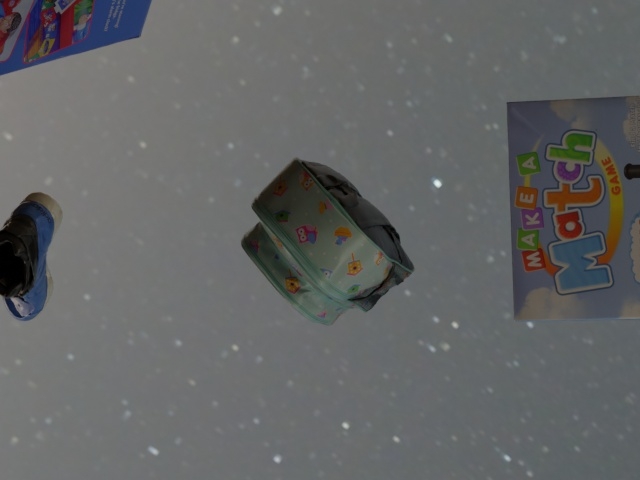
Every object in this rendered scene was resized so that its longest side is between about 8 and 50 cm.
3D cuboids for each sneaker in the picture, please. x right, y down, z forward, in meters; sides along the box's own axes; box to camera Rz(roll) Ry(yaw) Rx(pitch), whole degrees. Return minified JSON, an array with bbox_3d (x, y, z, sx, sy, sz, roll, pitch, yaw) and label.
[{"bbox_3d":[-0.283,0.033,1.298,0.084,0.058,0.152,-57,173,-50],"label":"sneaker"}]

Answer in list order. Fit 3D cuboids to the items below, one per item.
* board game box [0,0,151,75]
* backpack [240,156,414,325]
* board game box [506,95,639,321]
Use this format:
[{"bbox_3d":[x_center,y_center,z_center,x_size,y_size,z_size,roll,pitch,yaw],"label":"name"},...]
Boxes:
[{"bbox_3d":[-0.166,-0.253,0.820,0.078,0.233,0.347,42,-50,20],"label":"board game box"},{"bbox_3d":[0.000,0.000,1.517,0.144,0.188,0.166,-39,-106,-1],"label":"backpack"},{"bbox_3d":[0.241,-0.024,0.997,0.211,0.039,0.160,-2,-88,14],"label":"board game box"}]
